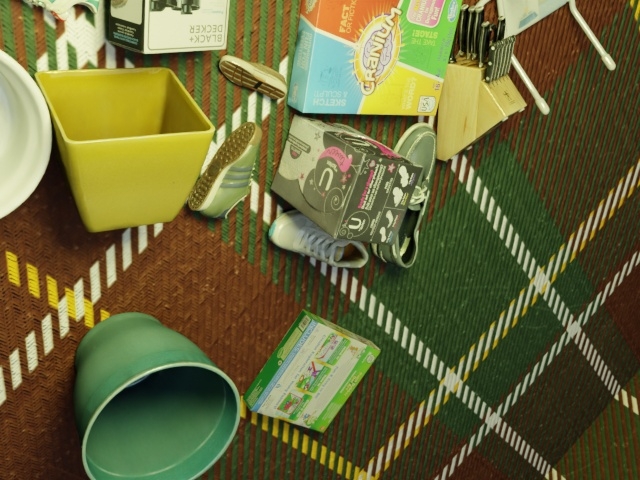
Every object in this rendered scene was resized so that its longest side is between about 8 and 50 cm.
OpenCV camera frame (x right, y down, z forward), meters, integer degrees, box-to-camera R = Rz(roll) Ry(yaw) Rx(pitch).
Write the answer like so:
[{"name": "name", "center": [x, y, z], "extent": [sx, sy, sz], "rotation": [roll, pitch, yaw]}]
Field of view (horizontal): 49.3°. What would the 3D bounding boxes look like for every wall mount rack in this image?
[{"name": "wall mount rack", "center": [0.491, -0.459, 1.467], "extent": [0.350, 0.130, 0.304], "rotation": [-33, 129, -13]}]

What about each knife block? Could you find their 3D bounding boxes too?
[{"name": "knife block", "center": [0.295, -0.330, 1.440], "extent": [0.088, 0.242, 0.276], "rotation": [-29, 174, -38]}]

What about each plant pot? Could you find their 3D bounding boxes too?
[{"name": "plant pot", "center": [-0.309, -0.134, 1.081], "extent": [0.212, 0.212, 0.187], "rotation": [-10, 132, -30]}, {"name": "plant pot", "center": [-0.319, 0.268, 1.251], "extent": [0.272, 0.255, 0.271], "rotation": [-15, 122, -26]}]

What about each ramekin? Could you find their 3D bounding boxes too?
[{"name": "ramekin", "center": [-0.526, -0.161, 0.956], "extent": [0.277, 0.135, 0.277], "rotation": [-16, 123, -26]}]

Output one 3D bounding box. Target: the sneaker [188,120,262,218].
[{"name": "sneaker", "center": [-0.156, -0.121, 1.275], "extent": [0.192, 0.064, 0.086], "rotation": [-53, 138, 3]}]

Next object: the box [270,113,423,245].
[{"name": "box", "center": [0.039, -0.116, 1.279], "extent": [0.142, 0.247, 0.163], "rotation": [6, 111, -37]}]

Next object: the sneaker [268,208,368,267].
[{"name": "sneaker", "center": [0.000, 0.000, 1.421], "extent": [0.229, 0.092, 0.087], "rotation": [12, 109, -36]}]

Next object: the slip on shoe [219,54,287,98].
[{"name": "slip on shoe", "center": [-0.116, -0.294, 1.218], "extent": [0.135, 0.051, 0.041], "rotation": [19, 64, -31]}]

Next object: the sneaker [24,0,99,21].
[{"name": "sneaker", "center": [-0.392, -0.348, 0.991], "extent": [0.161, 0.057, 0.075], "rotation": [-16, 117, -29]}]

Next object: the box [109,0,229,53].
[{"name": "box", "center": [-0.213, -0.427, 1.015], "extent": [0.169, 0.087, 0.290], "rotation": [-20, 127, -49]}]

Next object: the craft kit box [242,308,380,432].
[{"name": "craft kit box", "center": [-0.015, 0.307, 1.606], "extent": [0.247, 0.061, 0.250], "rotation": [31, 96, -38]}]

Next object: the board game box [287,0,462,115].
[{"name": "board game box", "center": [0.104, -0.360, 1.309], "extent": [0.317, 0.064, 0.242], "rotation": [-6, 118, -31]}]

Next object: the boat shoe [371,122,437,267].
[{"name": "boat shoe", "center": [0.200, -0.090, 1.498], "extent": [0.116, 0.099, 0.319], "rotation": [1, 114, -33]}]
